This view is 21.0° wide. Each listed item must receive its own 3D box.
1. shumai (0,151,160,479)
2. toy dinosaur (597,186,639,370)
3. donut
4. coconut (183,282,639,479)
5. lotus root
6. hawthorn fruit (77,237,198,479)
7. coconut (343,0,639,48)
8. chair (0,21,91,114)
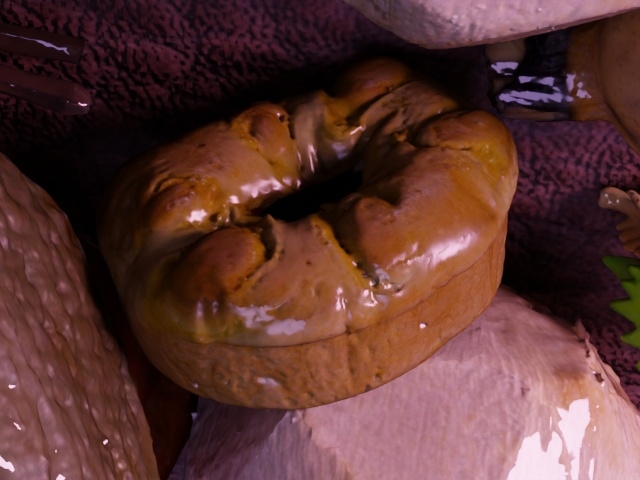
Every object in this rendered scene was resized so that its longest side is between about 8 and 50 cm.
[{"bbox_3d":[-0.261,0.116,0.954,0.288,0.292,0.330,-19,105,6],"label":"shumai"},{"bbox_3d":[0.295,0.022,1.167,0.152,0.177,0.194,-27,96,30],"label":"toy dinosaur"},{"bbox_3d":[0.000,0.000,1.070,0.261,0.208,0.128,-24,132,-17],"label":"donut"},{"bbox_3d":[0.068,0.191,1.192,0.346,0.360,0.346,3,171,0],"label":"coconut"},{"bbox_3d":[0.251,-0.108,1.026,0.310,0.182,0.182,-3,133,24],"label":"lotus root"},{"bbox_3d":[-0.210,0.122,1.206,0.258,0.261,0.258,-8,137,-8],"label":"hawthorn fruit"},{"bbox_3d":[0.110,-0.212,0.922,0.237,0.197,0.237,2,128,3],"label":"coconut"},{"bbox_3d":[-0.293,-0.142,1.023,0.319,0.186,0.160,15,143,-12],"label":"chair"}]
